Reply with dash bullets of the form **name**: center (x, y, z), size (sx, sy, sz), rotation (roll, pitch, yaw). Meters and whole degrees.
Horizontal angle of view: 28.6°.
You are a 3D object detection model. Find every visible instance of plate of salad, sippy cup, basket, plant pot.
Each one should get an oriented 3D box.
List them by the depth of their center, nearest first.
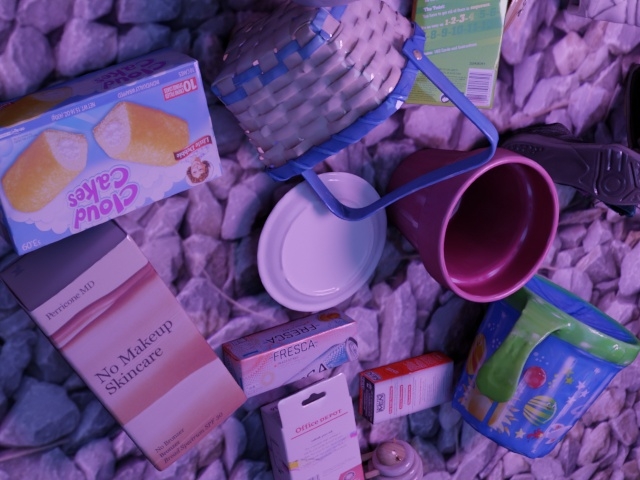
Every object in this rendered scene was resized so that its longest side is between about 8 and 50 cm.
- **basket**: center (0.039, -0.162, 1.499), size (0.289, 0.254, 0.201), rotation (50, 38, -21)
- **plate of salad**: center (0.000, 0.000, 1.675), size (0.200, 0.048, 0.200), rotation (-13, 118, -26)
- **plant pot**: center (0.190, -0.040, 1.696), size (0.201, 0.180, 0.201), rotation (-12, 114, -28)
- **sippy cup**: center (0.313, 0.187, 1.842), size (0.305, 0.240, 0.224), rotation (23, 102, -31)

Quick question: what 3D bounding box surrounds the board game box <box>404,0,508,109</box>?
- **board game box**: center (0.183, -0.305, 1.650), size (0.124, 0.039, 0.259), rotation (3, 111, -10)

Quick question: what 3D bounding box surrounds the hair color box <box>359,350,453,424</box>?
- **hair color box**: center (0.127, 0.216, 1.846), size (0.141, 0.043, 0.072), rotation (-12, 115, -29)

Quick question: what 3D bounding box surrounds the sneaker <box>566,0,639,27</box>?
- **sneaker**: center (0.375, -0.405, 1.664), size (0.305, 0.152, 0.114), rotation (74, 29, -46)

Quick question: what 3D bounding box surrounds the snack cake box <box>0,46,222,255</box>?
- **snack cake box**: center (-0.258, -0.107, 1.445), size (0.264, 0.089, 0.152), rotation (-24, 119, -22)

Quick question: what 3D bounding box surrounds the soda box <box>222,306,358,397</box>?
- **soda box**: center (-0.040, 0.151, 1.706), size (0.183, 0.058, 0.063), rotation (-17, 117, -25)

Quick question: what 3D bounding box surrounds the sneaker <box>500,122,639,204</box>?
- **sneaker**: center (0.373, -0.115, 1.784), size (0.130, 0.227, 0.087), rotation (-49, 147, -64)

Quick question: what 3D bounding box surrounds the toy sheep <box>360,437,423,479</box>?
- **toy sheep**: center (0.110, 0.344, 1.866), size (0.091, 0.091, 0.132), rotation (-36, 138, -15)

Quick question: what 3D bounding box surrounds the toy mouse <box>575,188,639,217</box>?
- **toy mouse**: center (0.423, -0.075, 1.882), size (0.031, 0.161, 0.143), rotation (-59, 166, -3)

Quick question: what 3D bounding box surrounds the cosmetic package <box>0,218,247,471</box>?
- **cosmetic package**: center (-0.235, 0.119, 1.526), size (0.153, 0.129, 0.296), rotation (-40, 125, -11)

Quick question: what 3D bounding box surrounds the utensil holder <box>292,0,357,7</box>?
- **utensil holder**: center (-0.031, -0.482, 1.292), size (0.327, 0.327, 0.385), rotation (-50, 129, -5)

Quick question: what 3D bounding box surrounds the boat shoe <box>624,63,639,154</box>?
- **boat shoe**: center (0.494, -0.133, 1.818), size (0.091, 0.305, 0.109), rotation (27, 138, -24)

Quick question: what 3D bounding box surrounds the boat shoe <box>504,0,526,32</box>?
- **boat shoe**: center (0.271, -0.344, 1.702), size (0.048, 0.056, 0.153), rotation (22, 89, -32)

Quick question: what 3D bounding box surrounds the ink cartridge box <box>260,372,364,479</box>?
- **ink cartridge box**: center (-0.013, 0.274, 1.768), size (0.115, 0.067, 0.198), rotation (-22, 121, -24)
